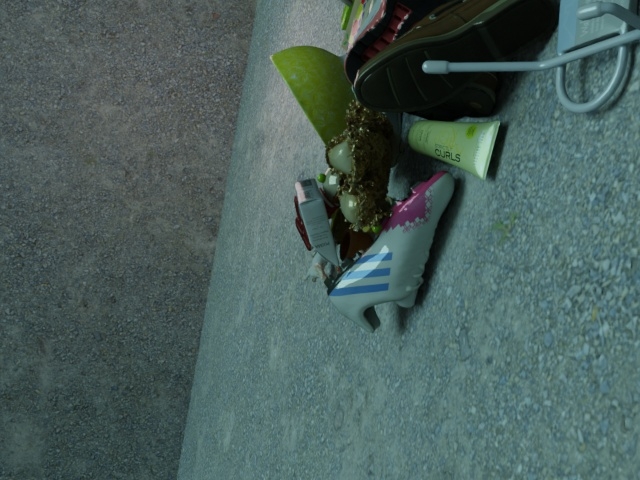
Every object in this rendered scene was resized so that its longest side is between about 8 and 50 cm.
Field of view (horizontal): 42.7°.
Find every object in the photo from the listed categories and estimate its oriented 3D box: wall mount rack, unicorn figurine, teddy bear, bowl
[{"bbox_3d":[0.282,-0.336,1.051,0.304,0.130,0.350,-7,73,58],"label":"wall mount rack"},{"bbox_3d":[-0.001,0.061,1.921,0.111,0.060,0.162,134,142,-63],"label":"unicorn figurine"},{"bbox_3d":[0.089,-0.141,1.475,0.338,0.113,0.245,-16,-86,-76],"label":"teddy bear"},{"bbox_3d":[0.028,-0.330,1.835,0.156,0.289,0.289,-33,27,4],"label":"bowl"}]

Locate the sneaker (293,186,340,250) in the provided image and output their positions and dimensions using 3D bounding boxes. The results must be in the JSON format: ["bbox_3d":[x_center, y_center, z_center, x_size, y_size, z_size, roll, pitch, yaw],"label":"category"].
[{"bbox_3d":[0.011,-0.056,1.920,0.221,0.128,0.087,91,154,-67],"label":"sneaker"}]

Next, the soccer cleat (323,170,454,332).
[{"bbox_3d":[0.147,0.026,1.422,0.331,0.143,0.116,-50,-12,29],"label":"soccer cleat"}]

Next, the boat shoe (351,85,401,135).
[{"bbox_3d":[0.119,-0.309,1.695,0.079,0.095,0.255,-25,67,61],"label":"boat shoe"}]

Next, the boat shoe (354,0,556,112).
[{"bbox_3d":[0.191,-0.289,1.214,0.104,0.307,0.111,-97,-19,-49],"label":"boat shoe"}]

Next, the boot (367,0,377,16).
[{"bbox_3d":[0.146,-0.494,1.736,0.213,0.077,0.165,178,102,-78],"label":"boot"}]

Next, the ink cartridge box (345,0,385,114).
[{"bbox_3d":[0.166,-0.391,1.519,0.165,0.065,0.333,61,148,13],"label":"ink cartridge box"}]

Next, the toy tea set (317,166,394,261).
[{"bbox_3d":[0.056,-0.036,1.683,0.336,0.124,0.200,-113,37,-61],"label":"toy tea set"}]

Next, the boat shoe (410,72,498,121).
[{"bbox_3d":[0.202,-0.274,1.389,0.324,0.122,0.120,17,92,65],"label":"boat shoe"}]

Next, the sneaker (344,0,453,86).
[{"bbox_3d":[0.146,-0.391,1.341,0.314,0.116,0.136,-50,9,36],"label":"sneaker"}]

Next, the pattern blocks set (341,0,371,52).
[{"bbox_3d":[0.098,-0.529,1.994,0.285,0.026,0.325,-106,31,-55],"label":"pattern blocks set"}]

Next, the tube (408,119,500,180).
[{"bbox_3d":[0.220,-0.162,1.346,0.070,0.062,0.240,63,169,-21],"label":"tube"}]

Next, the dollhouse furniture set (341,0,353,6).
[{"bbox_3d":[0.045,-0.614,1.714,0.303,0.173,0.356,-45,13,42],"label":"dollhouse furniture set"}]

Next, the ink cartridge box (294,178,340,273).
[{"bbox_3d":[0.000,0.000,1.735,0.189,0.066,0.232,-108,8,-72],"label":"ink cartridge box"}]
